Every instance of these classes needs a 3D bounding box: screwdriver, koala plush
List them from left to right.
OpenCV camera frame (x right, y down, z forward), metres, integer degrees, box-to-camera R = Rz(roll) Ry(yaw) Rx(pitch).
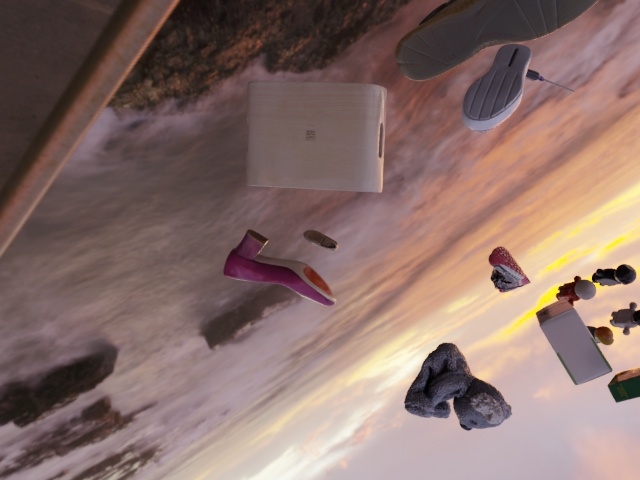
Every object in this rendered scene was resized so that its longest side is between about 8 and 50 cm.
[{"bbox_3d":[0.359,0.382,1.247,0.196,0.221,0.203,33,82,-55],"label":"koala plush"},{"bbox_3d":[0.590,-0.412,1.313,0.169,0.024,0.025,16,155,-20],"label":"screwdriver"}]

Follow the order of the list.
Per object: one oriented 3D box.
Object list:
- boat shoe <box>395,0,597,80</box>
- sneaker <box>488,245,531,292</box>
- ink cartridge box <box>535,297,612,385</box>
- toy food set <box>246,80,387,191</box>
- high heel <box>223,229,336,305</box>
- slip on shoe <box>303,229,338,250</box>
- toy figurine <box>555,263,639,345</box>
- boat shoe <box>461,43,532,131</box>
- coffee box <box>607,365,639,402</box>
[{"bbox_3d":[0.188,-0.254,0.557,0.223,0.080,0.073,-19,-144,26],"label":"boat shoe"},{"bbox_3d":[0.628,0.116,1.716,0.112,0.121,0.299,-35,145,16],"label":"sneaker"},{"bbox_3d":[0.613,0.240,1.238,0.092,0.160,0.219,-31,169,17],"label":"ink cartridge box"},{"bbox_3d":[-0.015,-0.221,1.087,0.305,0.220,0.092,4,-173,8],"label":"toy food set"},{"bbox_3d":[-0.135,0.137,1.654,0.181,0.377,0.127,-56,172,19],"label":"high heel"},{"bbox_3d":[0.000,0.000,1.821,0.052,0.135,0.041,-64,177,6],"label":"slip on shoe"},{"bbox_3d":[0.827,0.187,1.466,0.212,0.210,0.148,-17,170,-10],"label":"toy figurine"},{"bbox_3d":[0.392,-0.316,1.098,0.302,0.109,0.094,-52,149,-31],"label":"boat shoe"},{"bbox_3d":[0.662,0.259,0.974,0.184,0.041,0.113,-34,161,36],"label":"coffee box"}]
